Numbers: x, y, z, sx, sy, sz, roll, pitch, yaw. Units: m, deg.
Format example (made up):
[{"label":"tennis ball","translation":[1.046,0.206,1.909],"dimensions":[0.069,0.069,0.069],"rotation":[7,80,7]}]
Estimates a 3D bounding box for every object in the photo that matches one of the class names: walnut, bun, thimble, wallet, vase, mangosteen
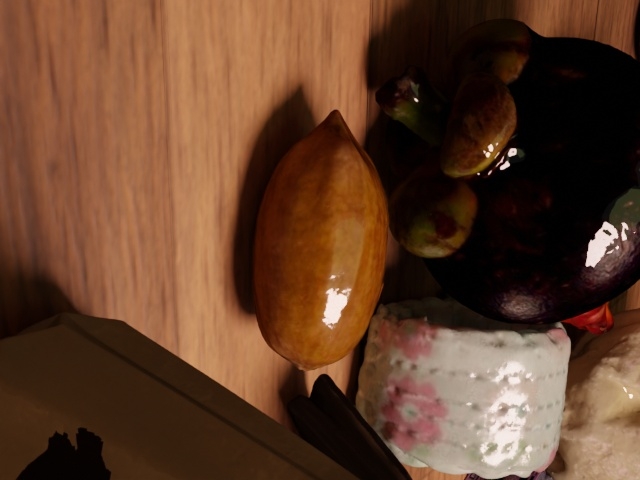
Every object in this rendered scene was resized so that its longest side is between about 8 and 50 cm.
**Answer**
[{"label":"walnut","translation":[0.000,0.000,0.853],"dimensions":[0.116,0.115,0.207],"rotation":[-5,101,-55]},{"label":"bun","translation":[0.400,0.251,1.450],"dimensions":[0.360,0.211,0.360],"rotation":[12,90,-74]},{"label":"thimble","translation":[0.135,0.139,1.052],"dimensions":[0.211,0.185,0.149],"rotation":[5,98,-15]},{"label":"wallet","translation":[0.073,0.289,1.011],"dimensions":[0.051,0.197,0.377],"rotation":[-34,134,-13]},{"label":"vase","translation":[-0.052,0.159,0.603],"dimensions":[0.165,0.360,0.165],"rotation":[-30,128,-47]},{"label":"mangosteen","translation":[0.180,-0.068,0.977],"dimensions":[0.233,0.287,0.288],"rotation":[-51,151,-76]}]

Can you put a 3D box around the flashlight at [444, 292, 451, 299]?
[{"label":"flashlight","translation":[0.152,0.128,1.184],"dimensions":[0.093,0.047,0.200],"rotation":[17,89,-57]}]

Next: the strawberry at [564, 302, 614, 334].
[{"label":"strawberry","translation":[0.297,-0.023,1.261],"dimensions":[0.336,0.149,0.265],"rotation":[70,40,-57]}]

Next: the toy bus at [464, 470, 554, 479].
[{"label":"toy bus","translation":[0.241,0.354,1.379],"dimensions":[0.087,0.098,0.178],"rotation":[-47,142,-32]}]
